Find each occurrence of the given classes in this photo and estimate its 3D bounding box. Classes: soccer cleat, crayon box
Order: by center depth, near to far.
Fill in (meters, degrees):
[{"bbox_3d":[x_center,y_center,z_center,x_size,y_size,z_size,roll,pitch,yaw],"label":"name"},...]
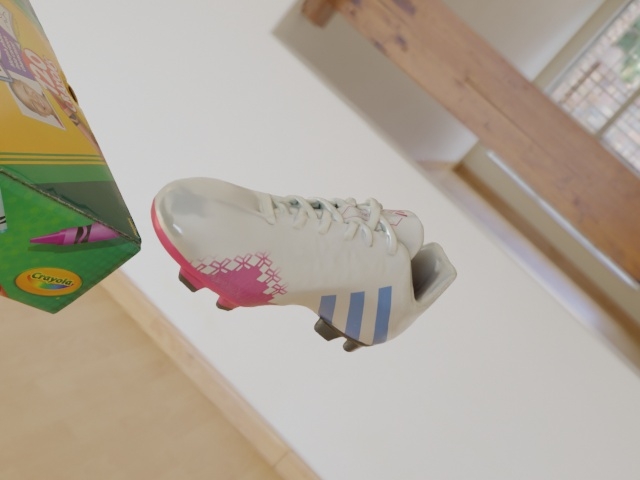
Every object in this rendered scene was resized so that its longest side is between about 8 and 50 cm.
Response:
[{"bbox_3d":[-0.233,-0.101,0.586,0.278,0.081,0.165,59,12,29],"label":"crayon box"},{"bbox_3d":[0.000,0.000,0.806,0.331,0.143,0.116,27,32,-53],"label":"soccer cleat"}]
